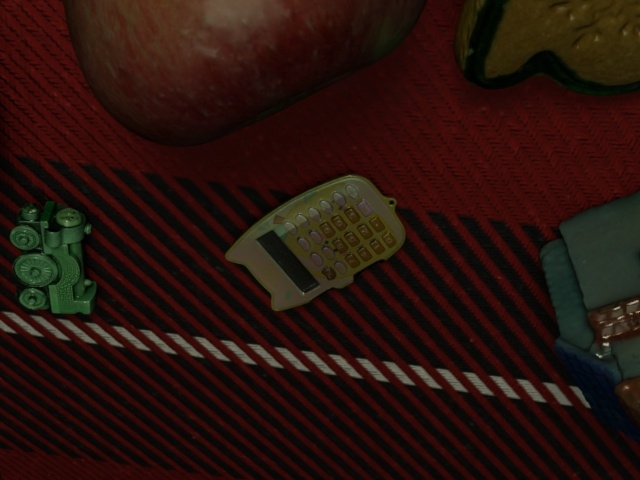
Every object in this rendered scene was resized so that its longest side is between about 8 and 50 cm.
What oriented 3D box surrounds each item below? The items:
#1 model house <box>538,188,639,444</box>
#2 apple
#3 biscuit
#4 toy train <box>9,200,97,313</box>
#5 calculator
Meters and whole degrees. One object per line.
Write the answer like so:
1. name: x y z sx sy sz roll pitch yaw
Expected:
1. model house: 0.433 0.117 0.867 0.295 0.329 0.251 -22 118 20
2. apple: -0.073 -0.249 0.660 0.345 0.345 0.269 -22 100 18
3. biscuit: 0.255 -0.241 0.715 0.288 0.057 0.344 -27 141 27
4. toy train: -0.365 0.026 1.018 0.105 0.071 0.178 4 127 -8
5. calculator: 0.000 0.000 0.997 0.237 0.033 0.157 -28 118 19
